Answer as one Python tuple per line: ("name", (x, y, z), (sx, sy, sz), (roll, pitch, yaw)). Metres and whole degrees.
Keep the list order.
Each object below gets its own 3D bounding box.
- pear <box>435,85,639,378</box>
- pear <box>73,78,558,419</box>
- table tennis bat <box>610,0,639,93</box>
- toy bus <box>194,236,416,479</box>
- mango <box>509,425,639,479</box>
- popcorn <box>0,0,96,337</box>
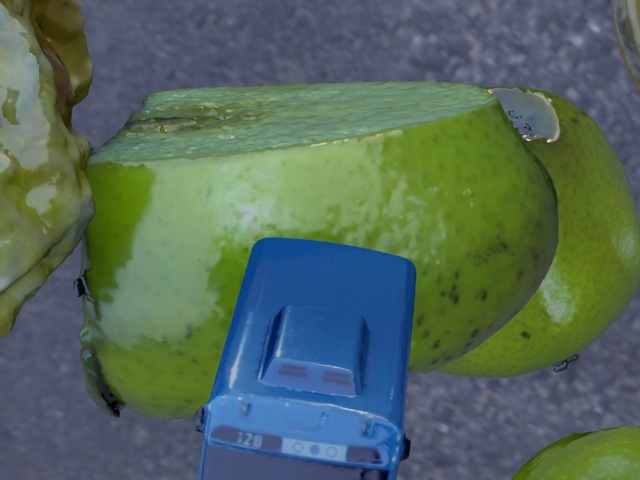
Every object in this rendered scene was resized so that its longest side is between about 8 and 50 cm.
("pear", (0.185, -0.021, 2.129), (0.342, 0.318, 0.239), (-6, 46, 6))
("pear", (0.000, 0.000, 1.082), (0.292, 0.292, 0.159), (2, 105, 39))
("table tennis bat", (0.306, -0.187, 1.307), (0.050, 0.321, 0.198), (-2, 113, 53))
("toy bus", (-0.005, 0.075, 0.860), (0.185, 0.090, 0.106), (-80, -1, -67))
("mango", (0.102, 0.096, 0.530), (0.091, 0.074, 0.165), (-35, 19, -12))
("popcorn", (-0.201, -0.039, 0.910), (0.225, 0.174, 0.286), (-7, 48, 44))
